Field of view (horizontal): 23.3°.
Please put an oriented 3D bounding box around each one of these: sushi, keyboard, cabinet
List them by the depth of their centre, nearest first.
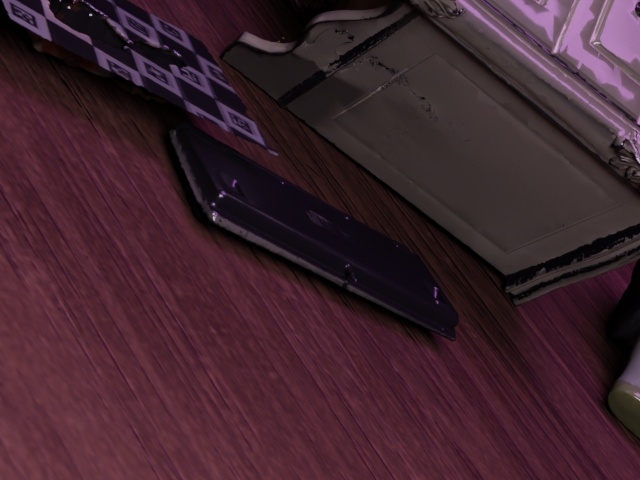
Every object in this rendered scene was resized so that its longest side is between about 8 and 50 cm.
[{"bbox_3d":[-0.126,-0.111,0.922,0.201,0.031,0.139,26,22,-39],"label":"sushi"},{"bbox_3d":[0.000,0.000,0.964,0.230,0.025,0.093,28,24,-40],"label":"keyboard"},{"bbox_3d":[0.148,-0.176,1.145,0.318,0.227,0.290,37,59,-17],"label":"cabinet"}]

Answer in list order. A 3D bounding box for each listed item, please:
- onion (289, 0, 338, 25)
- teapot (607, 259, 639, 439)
[{"bbox_3d":[0.024,-0.261,1.344,0.218,0.140,0.195,41,38,-22],"label":"onion"},{"bbox_3d":[0.389,0.059,1.277,0.239,0.239,0.321,37,21,5],"label":"teapot"}]
